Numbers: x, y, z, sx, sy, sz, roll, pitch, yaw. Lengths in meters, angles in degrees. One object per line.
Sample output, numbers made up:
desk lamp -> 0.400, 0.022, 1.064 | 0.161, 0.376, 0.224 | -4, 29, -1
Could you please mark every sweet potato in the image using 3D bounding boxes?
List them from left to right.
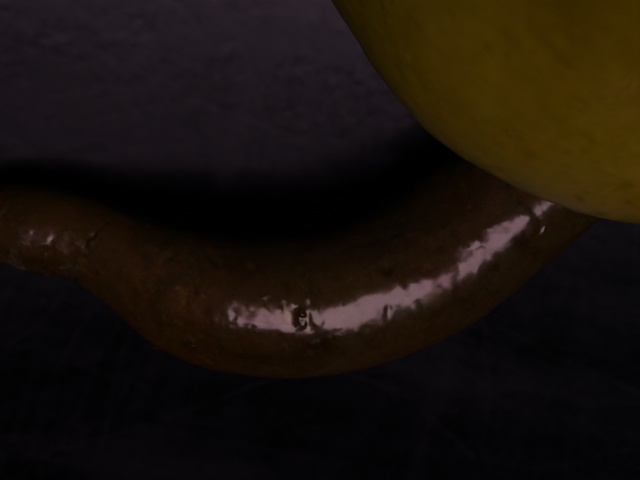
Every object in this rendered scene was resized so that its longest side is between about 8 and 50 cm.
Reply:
sweet potato -> -0.003, 0.007, 0.691 | 0.346, 0.079, 0.108 | -7, 89, 0

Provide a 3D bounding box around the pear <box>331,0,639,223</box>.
pear -> 0.141, -0.217, 0.437 | 0.362, 0.362, 0.418 | 19, 119, -15
